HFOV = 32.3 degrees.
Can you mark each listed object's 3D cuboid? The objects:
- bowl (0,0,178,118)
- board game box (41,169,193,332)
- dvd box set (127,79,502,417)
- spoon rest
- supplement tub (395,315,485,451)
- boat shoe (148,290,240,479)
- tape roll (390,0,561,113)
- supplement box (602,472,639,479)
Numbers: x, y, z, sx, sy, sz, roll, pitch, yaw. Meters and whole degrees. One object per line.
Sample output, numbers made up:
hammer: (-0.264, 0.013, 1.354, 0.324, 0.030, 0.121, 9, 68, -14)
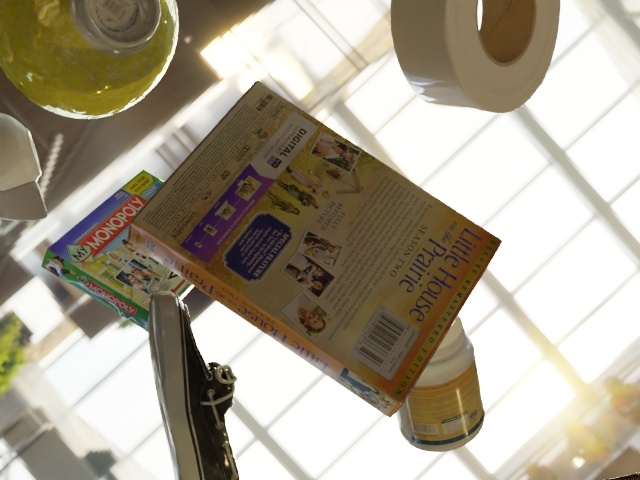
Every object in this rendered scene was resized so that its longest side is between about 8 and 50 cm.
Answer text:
bowl: (-0.314, -0.325, 1.583, 0.289, 0.289, 0.156, -42, -158, -26)
board game box: (-0.299, 0.010, 1.895, 0.046, 0.213, 0.317, -62, 174, 35)
dvd box set: (0.000, 0.000, 1.488, 0.308, 0.420, 0.062, -54, 174, -32)
spoon rest: (-0.447, -0.098, 1.586, 0.084, 0.137, 0.276, -16, -154, -11)
supplement tub: (0.181, 0.221, 1.763, 0.144, 0.200, 0.144, -10, -150, 6)
boat shoe: (-0.163, 0.207, 1.492, 0.104, 0.306, 0.113, -12, -167, -17)
tape roll: (0.223, -0.323, 1.557, 0.100, 0.286, 0.286, 11, -138, 43)
supplement box: (0.487, 0.470, 1.856, 0.239, 0.073, 0.130, -18, -153, 23)
